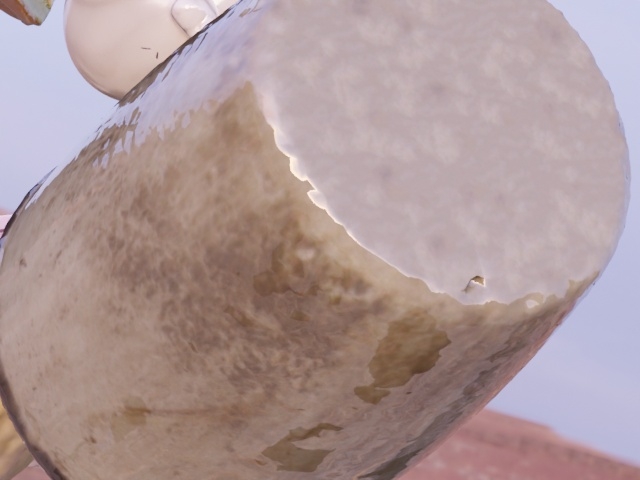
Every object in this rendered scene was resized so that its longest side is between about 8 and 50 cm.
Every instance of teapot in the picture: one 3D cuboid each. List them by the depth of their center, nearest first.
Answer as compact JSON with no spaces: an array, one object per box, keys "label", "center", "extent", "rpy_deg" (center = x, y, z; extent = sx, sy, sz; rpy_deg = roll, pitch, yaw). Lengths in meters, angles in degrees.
[{"label":"teapot","center":[-0.095,-0.177,1.241],"extent":[0.300,0.208,0.166],"rpy_deg":[61,-2,43]}]

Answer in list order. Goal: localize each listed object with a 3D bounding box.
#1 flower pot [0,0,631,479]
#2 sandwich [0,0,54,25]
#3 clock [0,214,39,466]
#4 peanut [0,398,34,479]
[{"label":"flower pot","center":[0.000,0.000,0.913],"extent":[0.293,0.294,0.330],"rpy_deg":[19,-32,-22]},{"label":"sandwich","center":[-0.367,-0.332,1.724],"extent":[0.144,0.117,0.187],"rpy_deg":[19,-20,24]},{"label":"clock","center":[-0.271,0.099,1.795],"extent":[0.290,0.275,0.080],"rpy_deg":[-11,-10,-32]},{"label":"peanut","center":[-0.300,0.127,1.592],"extent":[0.158,0.340,0.174],"rpy_deg":[49,0,8]}]
